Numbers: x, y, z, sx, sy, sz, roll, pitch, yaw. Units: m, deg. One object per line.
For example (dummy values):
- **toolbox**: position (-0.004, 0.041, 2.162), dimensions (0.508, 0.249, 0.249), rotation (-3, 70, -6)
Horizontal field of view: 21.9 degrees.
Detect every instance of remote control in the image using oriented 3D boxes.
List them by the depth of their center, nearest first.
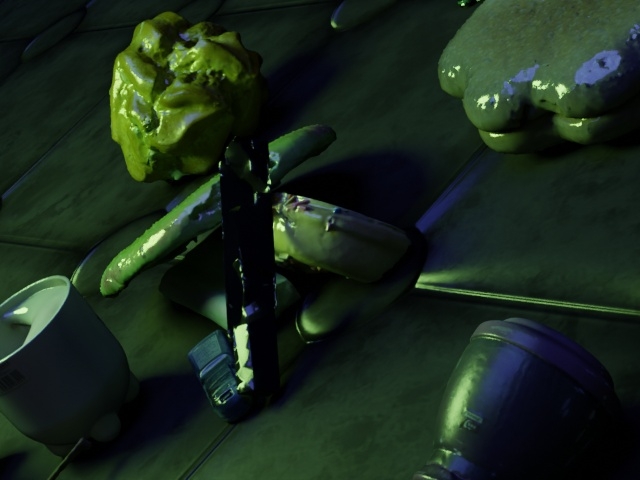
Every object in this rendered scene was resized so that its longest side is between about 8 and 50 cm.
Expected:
- **remote control**: position (-0.093, 0.126, 1.549), dimensions (0.043, 0.027, 0.152), rotation (-45, 22, 3)

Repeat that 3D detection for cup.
- **cup**: position (-0.270, 0.132, 1.628), dimensions (0.173, 0.142, 0.134), rotation (-11, 35, 43)

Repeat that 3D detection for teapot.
- **teapot**: position (0.119, 0.133, 1.153), dimensions (0.148, 0.116, 0.146), rotation (12, 63, 54)

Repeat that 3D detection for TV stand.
- **TV stand**: position (-0.065, 0.025, 1.526), dimensions (0.042, 0.036, 0.249), rotation (-40, 49, 54)

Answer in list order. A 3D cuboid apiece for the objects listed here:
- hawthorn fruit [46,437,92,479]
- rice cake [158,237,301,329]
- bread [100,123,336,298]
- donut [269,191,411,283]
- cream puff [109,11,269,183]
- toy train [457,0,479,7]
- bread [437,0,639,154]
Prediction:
- **hawthorn fruit**: position (-0.270, 0.252, 1.431), dimensions (0.165, 0.165, 0.285), rotation (-30, 15, 14)
- **rice cake**: position (-0.098, 0.048, 1.676), dimensions (0.080, 0.042, 0.222), rotation (-37, 23, -14)
- **bread**: position (-0.110, -0.034, 1.722), dimensions (0.301, 0.045, 0.301), rotation (-34, 1, 1)
- **donut**: position (-0.005, -0.002, 1.574), dimensions (0.166, 0.108, 0.065), rotation (10, 81, 53)
- **cream puff**: position (-0.153, -0.184, 2.018), dimensions (0.195, 0.194, 0.221), rotation (-14, 37, 41)
- **toy train**: position (0.193, -0.311, 1.935), dimensions (0.103, 0.044, 0.064), rotation (-9, 33, 42)
- **bread**: position (0.241, -0.160, 1.533), dimensions (0.337, 0.102, 0.183), rotation (-6, 42, 46)
